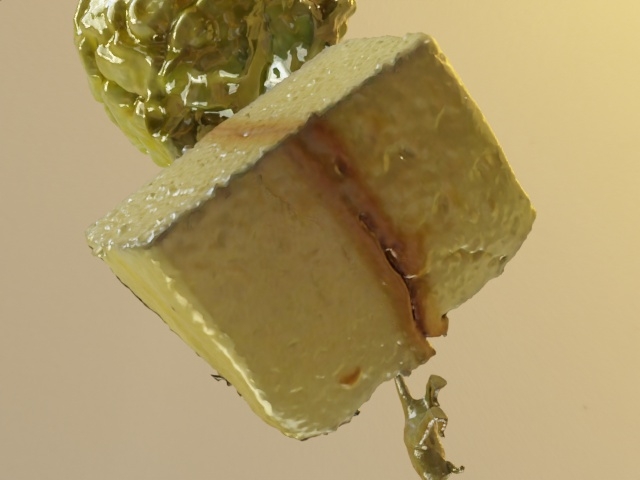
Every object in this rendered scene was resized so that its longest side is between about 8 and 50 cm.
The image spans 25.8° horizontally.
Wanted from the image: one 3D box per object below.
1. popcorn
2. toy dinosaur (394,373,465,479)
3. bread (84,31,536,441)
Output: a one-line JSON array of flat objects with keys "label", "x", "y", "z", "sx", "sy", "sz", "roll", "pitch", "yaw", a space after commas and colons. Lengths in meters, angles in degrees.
[{"label": "popcorn", "x": -0.104, "y": -0.183, "z": 1.372, "sx": 0.293, "sy": 0.237, "sz": 0.293, "roll": -15, "pitch": -67, "yaw": -37}, {"label": "toy dinosaur", "x": 0.090, "y": 0.183, "z": 1.329, "sx": 0.039, "sy": 0.162, "sz": 0.126, "roll": -6, "pitch": -59, "yaw": -26}, {"label": "bread", "x": 0.000, "y": 0.000, "z": 0.889, "sx": 0.240, "sy": 0.135, "sz": 0.178, "roll": -39, "pitch": -72, "yaw": -16}]
